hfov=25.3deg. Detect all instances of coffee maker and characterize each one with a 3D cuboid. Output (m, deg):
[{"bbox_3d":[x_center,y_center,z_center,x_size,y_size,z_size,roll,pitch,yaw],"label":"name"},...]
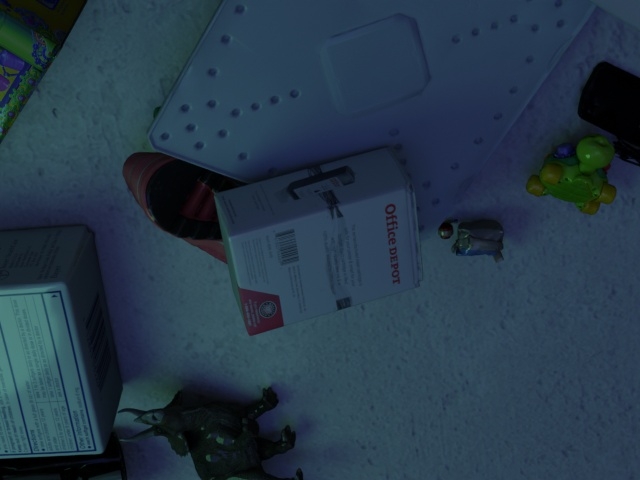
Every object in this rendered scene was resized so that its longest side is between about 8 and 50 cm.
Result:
[{"bbox_3d":[-0.358,0.319,1.946,0.178,0.171,0.120,-6,145,-17],"label":"coffee maker"}]

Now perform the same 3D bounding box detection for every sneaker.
[{"bbox_3d":[-0.112,-0.031,1.750,0.314,0.136,0.116,34,88,-37],"label":"sneaker"}]

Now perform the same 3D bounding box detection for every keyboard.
[{"bbox_3d":[0.390,-0.132,1.703,0.192,0.038,0.100,25,95,-10],"label":"keyboard"}]

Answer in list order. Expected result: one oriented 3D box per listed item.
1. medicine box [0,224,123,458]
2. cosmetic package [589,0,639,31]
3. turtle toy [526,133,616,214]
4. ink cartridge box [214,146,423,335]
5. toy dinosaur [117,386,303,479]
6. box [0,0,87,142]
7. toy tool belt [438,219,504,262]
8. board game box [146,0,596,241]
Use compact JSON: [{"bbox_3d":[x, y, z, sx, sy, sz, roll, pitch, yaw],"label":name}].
[{"bbox_3d":[-0.426,0.135,1.829,0.289,0.149,0.263,-3,120,6],"label":"medicine box"},{"bbox_3d":[0.324,-0.352,1.448,0.385,0.156,0.217,35,118,4],"label":"cosmetic package"},{"bbox_3d":[0.308,-0.084,1.693,0.095,0.066,0.130,19,162,-8],"label":"turtle toy"},{"bbox_3d":[0.000,0.000,1.649,0.218,0.092,0.158,-14,130,-8],"label":"ink cartridge box"},{"bbox_3d":[-0.117,0.294,1.943,0.160,0.121,0.313,-20,122,28],"label":"toy dinosaur"},{"bbox_3d":[-0.463,-0.217,1.611,0.279,0.177,0.290,32,117,-15],"label":"box"},{"bbox_3d":[0.187,0.005,1.775,0.083,0.052,0.051,0,112,4],"label":"toy tool belt"},{"bbox_3d":[0.058,-0.207,1.602,0.390,0.050,0.390,19,121,-27],"label":"board game box"}]
